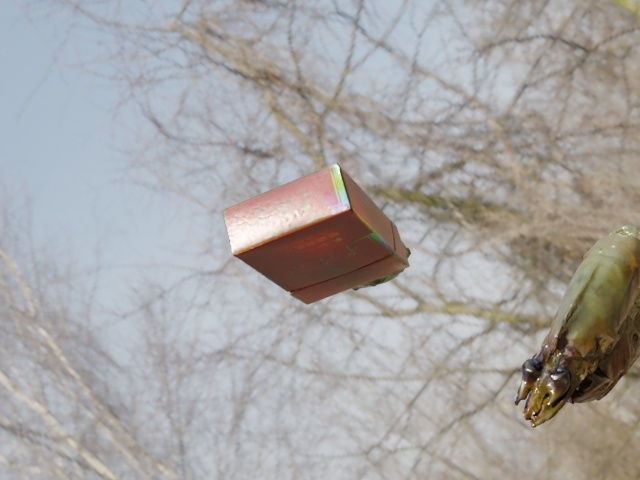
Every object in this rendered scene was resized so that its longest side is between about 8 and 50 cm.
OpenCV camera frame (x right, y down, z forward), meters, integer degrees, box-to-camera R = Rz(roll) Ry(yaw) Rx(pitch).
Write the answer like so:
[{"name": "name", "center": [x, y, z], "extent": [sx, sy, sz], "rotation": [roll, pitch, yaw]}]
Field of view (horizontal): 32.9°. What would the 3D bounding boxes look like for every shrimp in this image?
[{"name": "shrimp", "center": [0.243, 0.087, 0.963], "extent": [0.267, 0.061, 0.145], "rotation": [-42, -48, -46]}]

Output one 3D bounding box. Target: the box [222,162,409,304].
[{"name": "box", "center": [0.000, 0.001, 0.959], "extent": [0.112, 0.048, 0.175], "rotation": [-22, -24, 14]}]

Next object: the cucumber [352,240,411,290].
[{"name": "cucumber", "center": [0.054, 0.014, 1.586], "extent": [0.244, 0.134, 0.134], "rotation": [8, -61, -48]}]
